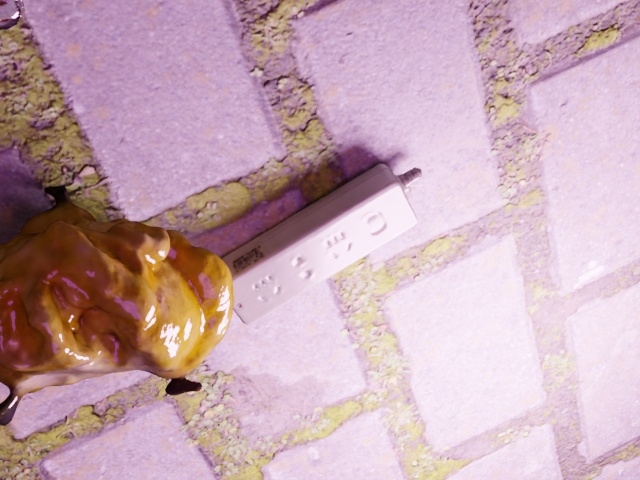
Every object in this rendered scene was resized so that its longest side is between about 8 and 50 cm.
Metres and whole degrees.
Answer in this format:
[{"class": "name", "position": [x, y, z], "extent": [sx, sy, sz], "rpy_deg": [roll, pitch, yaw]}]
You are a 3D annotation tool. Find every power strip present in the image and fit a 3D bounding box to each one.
[{"class": "power strip", "position": [0.000, 0.000, 1.445], "extent": [0.338, 0.058, 0.098], "rpy_deg": [-32, 132, 0]}]

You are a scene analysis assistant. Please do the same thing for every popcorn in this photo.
[{"class": "popcorn", "position": [-0.286, 0.069, 1.258], "extent": [0.297, 0.281, 0.315], "rpy_deg": [-14, 175, 34]}]

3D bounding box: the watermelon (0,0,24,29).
[{"class": "watermelon", "position": [-0.373, -0.251, 1.072], "extent": [0.139, 0.071, 0.187], "rpy_deg": [17, 108, -42]}]
